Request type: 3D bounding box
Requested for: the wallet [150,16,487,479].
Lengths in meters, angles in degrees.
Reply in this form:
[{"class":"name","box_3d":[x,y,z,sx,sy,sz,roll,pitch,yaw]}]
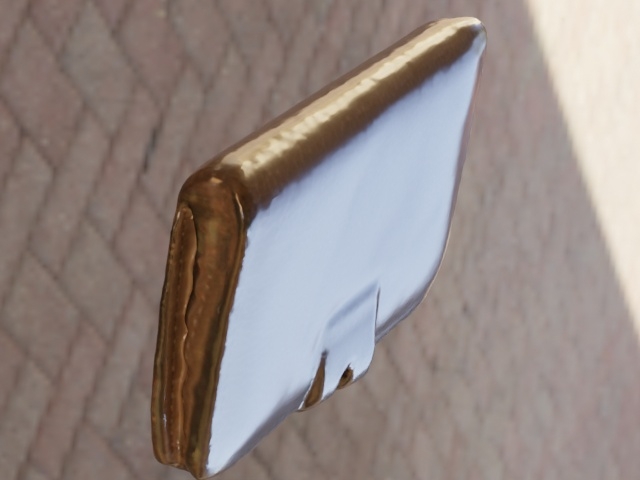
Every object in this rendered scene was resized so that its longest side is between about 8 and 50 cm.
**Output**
[{"class":"wallet","box_3d":[0.000,0.000,0.596,0.153,0.039,0.118,-38,145,-52]}]
